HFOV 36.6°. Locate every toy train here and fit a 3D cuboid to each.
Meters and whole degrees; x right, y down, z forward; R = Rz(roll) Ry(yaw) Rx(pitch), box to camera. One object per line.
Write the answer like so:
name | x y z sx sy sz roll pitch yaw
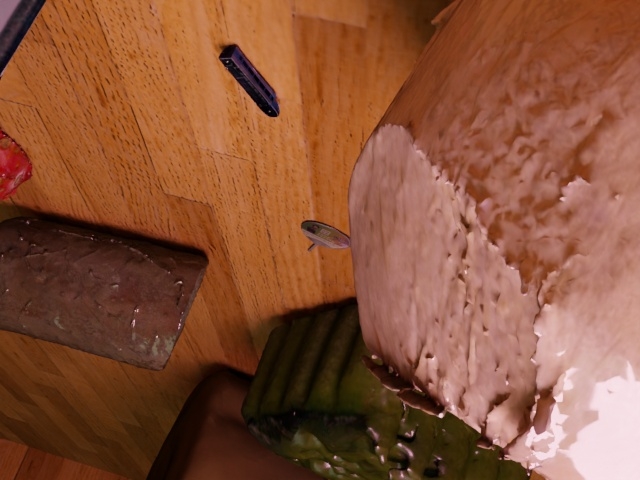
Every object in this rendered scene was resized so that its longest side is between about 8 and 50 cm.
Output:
toy train | -0.060 -0.140 0.862 0.017 0.017 0.083 3 149 36

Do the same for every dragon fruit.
dragon fruit | -0.437 -0.077 1.152 0.153 0.111 0.153 17 151 10

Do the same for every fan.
fan | -0.003 -0.005 1.107 0.080 0.003 0.060 -7 144 43

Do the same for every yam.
yam | -0.291 0.070 1.279 0.304 0.168 0.168 13 154 15

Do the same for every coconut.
coconut | 0.199 -0.029 0.555 0.346 0.360 0.346 31 -179 0

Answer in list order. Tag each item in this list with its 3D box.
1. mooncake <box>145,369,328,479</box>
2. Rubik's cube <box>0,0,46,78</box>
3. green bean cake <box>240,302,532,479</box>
mooncake | -0.167 0.459 1.649 0.262 0.467 0.467 28 153 -10
Rubik's cube | -0.302 -0.207 0.634 0.248 0.246 0.250 31 152 -24
green bean cake | 0.093 0.246 1.296 0.335 0.218 0.319 33 152 -23
